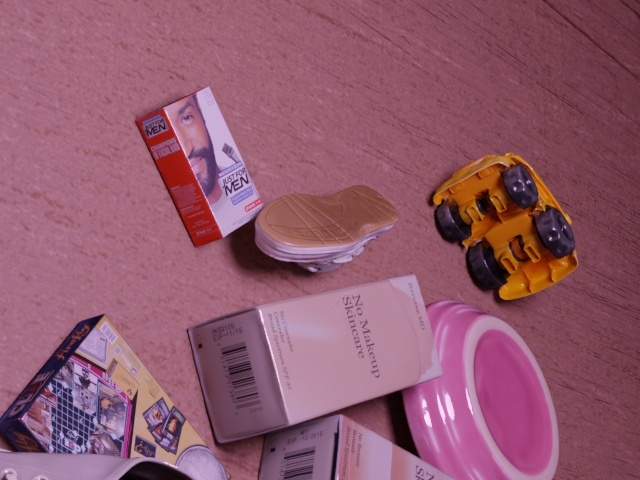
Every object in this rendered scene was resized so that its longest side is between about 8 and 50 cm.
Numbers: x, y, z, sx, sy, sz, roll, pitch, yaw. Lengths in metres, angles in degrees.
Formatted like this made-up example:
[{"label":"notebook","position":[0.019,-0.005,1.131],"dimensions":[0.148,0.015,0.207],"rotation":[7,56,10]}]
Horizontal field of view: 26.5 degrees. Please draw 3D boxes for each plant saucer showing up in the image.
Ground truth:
[{"label":"plant saucer","position":[0.235,0.234,1.886],"dimensions":[0.332,0.084,0.332],"rotation":[34,44,-42]}]

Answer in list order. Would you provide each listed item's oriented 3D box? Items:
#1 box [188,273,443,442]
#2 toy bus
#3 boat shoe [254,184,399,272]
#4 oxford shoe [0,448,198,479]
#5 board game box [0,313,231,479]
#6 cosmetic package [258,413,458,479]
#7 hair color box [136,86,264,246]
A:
[{"label":"box","position":[0.001,0.137,1.647],"dimensions":[0.311,0.121,0.148],"rotation":[-11,84,-51]},{"label":"toy bus","position":[0.287,-0.057,2.060],"dimensions":[0.220,0.149,0.211],"rotation":[51,30,-21]},{"label":"boat shoe","position":[0.000,0.000,1.716],"dimensions":[0.098,0.096,0.277],"rotation":[46,28,20]},{"label":"oxford shoe","position":[-0.276,0.251,1.199],"dimensions":[0.449,0.130,0.169],"rotation":[10,67,-27]},{"label":"board game box","position":[-0.210,0.222,1.426],"dimensions":[0.243,0.042,0.165],"rotation":[56,41,-20]},{"label":"cosmetic package","position":[0.067,0.339,1.644],"dimensions":[0.296,0.129,0.153],"rotation":[33,50,-39]},{"label":"hair color box","position":[-0.140,-0.088,1.618],"dimensions":[0.093,0.053,0.167],"rotation":[-36,103,-50]}]
